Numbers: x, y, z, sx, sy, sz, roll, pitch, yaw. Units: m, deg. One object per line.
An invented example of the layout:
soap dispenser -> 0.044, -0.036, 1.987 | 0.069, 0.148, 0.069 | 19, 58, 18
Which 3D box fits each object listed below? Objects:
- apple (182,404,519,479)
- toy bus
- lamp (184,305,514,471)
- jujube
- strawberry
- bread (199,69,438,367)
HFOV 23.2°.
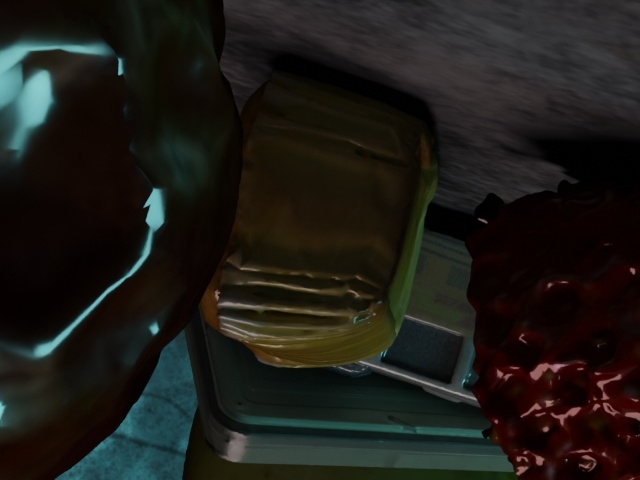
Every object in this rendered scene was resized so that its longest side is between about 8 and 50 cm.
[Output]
apple -> 0.077, 0.257, 1.459 | 0.474, 0.473, 0.473 | 18, 174, 2
toy bus -> 0.082, 0.049, 1.167 | 0.343, 0.138, 0.097 | 17, 174, 6
lamp -> 0.023, 0.086, 1.268 | 0.267, 0.047, 0.269 | 6, -148, -17
jujube -> -0.177, -0.062, 0.422 | 0.276, 0.276, 0.377 | 12, 168, 42
strawberry -> 0.195, 0.038, 0.798 | 0.234, 0.234, 0.178 | 21, 141, -28
bread -> 0.000, 0.000, 0.930 | 0.119, 0.152, 0.288 | 12, 174, 6
